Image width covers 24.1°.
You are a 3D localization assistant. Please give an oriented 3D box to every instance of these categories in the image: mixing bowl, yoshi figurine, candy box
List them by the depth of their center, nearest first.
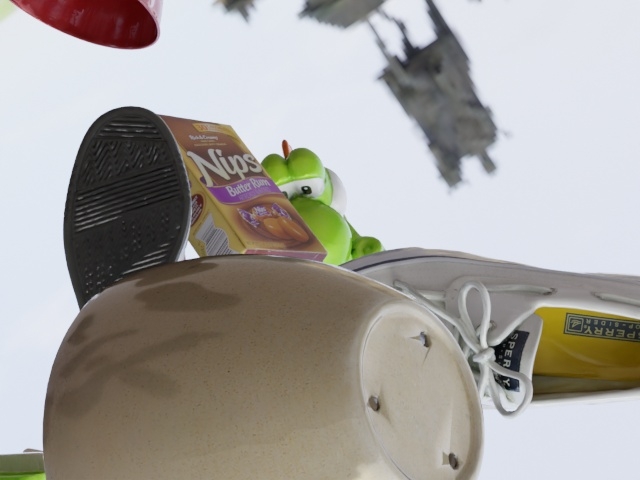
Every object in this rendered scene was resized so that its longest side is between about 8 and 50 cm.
[{"bbox_3d":[-0.088,-0.036,1.386,0.109,0.187,0.053,4,129,-48],"label":"candy box"},{"bbox_3d":[-0.219,-0.269,1.428,0.181,0.181,0.098,-7,-123,56],"label":"mixing bowl"},{"bbox_3d":[-0.008,0.025,1.978,0.203,0.362,0.203,38,-104,28],"label":"yoshi figurine"}]

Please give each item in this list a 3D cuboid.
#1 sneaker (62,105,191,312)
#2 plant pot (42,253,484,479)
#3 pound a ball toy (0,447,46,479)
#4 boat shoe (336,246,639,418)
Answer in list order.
[{"bbox_3d":[-0.154,0.030,1.303,0.123,0.296,0.178,-3,-173,-6],"label":"sneaker"},{"bbox_3d":[-0.007,0.126,0.968,0.191,0.284,0.284,-23,-158,35],"label":"plant pot"},{"bbox_3d":[-0.354,0.295,1.586,0.319,0.136,0.208,-9,175,40],"label":"pound a ball toy"},{"bbox_3d":[0.152,0.093,1.265,0.367,0.136,0.156,5,-168,-1],"label":"boat shoe"}]
